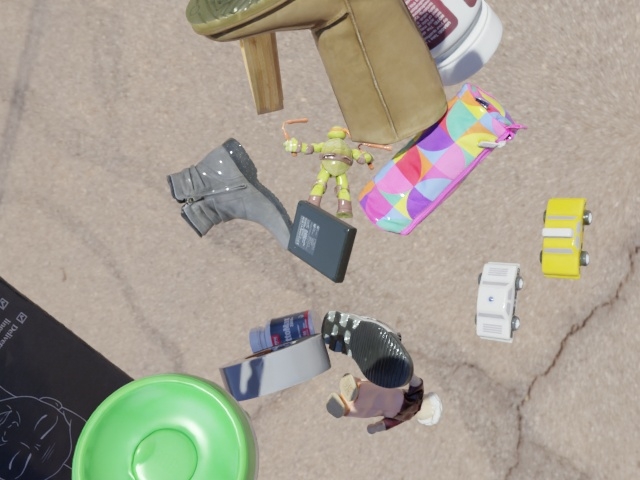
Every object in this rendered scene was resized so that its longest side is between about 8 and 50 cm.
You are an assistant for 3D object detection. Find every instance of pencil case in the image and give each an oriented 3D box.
[{"bbox_3d":[0.158,-0.105,0.890,0.104,0.104,0.236,50,119,11],"label":"pencil case"}]

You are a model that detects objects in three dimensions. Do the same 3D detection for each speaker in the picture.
[{"bbox_3d":[-0.116,0.194,0.543,0.131,0.131,0.296,46,159,13],"label":"speaker"}]

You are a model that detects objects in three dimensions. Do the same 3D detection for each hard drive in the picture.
[{"bbox_3d":[0.000,0.000,1.073,0.135,0.022,0.094,32,115,45],"label":"hard drive"}]

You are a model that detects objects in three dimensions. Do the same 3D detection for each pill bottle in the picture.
[{"bbox_3d":[-0.087,0.248,1.699,0.180,0.108,0.108,-15,91,12],"label":"pill bottle"},{"bbox_3d":[0.179,-0.503,1.319,0.224,0.392,0.224,-34,38,31],"label":"pill bottle"}]

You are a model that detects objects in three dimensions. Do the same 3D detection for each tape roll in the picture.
[{"bbox_3d":[-0.090,0.253,1.316,0.219,0.219,0.072,-20,85,28],"label":"tape roll"}]

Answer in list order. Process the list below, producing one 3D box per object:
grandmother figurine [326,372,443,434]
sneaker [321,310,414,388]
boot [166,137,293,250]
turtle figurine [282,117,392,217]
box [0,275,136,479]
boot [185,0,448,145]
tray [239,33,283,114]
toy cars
[{"bbox_3d":[0.193,0.420,1.711,0.208,0.342,0.104,-52,38,27],"label":"grandmother figurine"},{"bbox_3d":[0.138,0.234,1.464,0.330,0.146,0.122,28,105,62],"label":"sneaker"},{"bbox_3d":[-0.224,-0.070,1.666,0.223,0.118,0.338,-37,98,-12],"label":"boot"},{"bbox_3d":[0.042,-0.162,1.443,0.087,0.270,0.217,160,117,-65],"label":"turtle figurine"},{"bbox_3d":[-0.468,0.234,0.877,0.212,0.293,0.395,1,140,40],"label":"box"},{"bbox_3d":[0.011,-0.204,0.753,0.236,0.269,0.089,-20,50,10],"label":"boot"},{"bbox_3d":[-0.144,-0.467,1.410,0.076,0.411,0.202,-14,71,-3],"label":"tray"},{"bbox_3d":[0.468,0.063,1.480,0.393,0.087,0.176,-49,56,17],"label":"toy cars"}]
